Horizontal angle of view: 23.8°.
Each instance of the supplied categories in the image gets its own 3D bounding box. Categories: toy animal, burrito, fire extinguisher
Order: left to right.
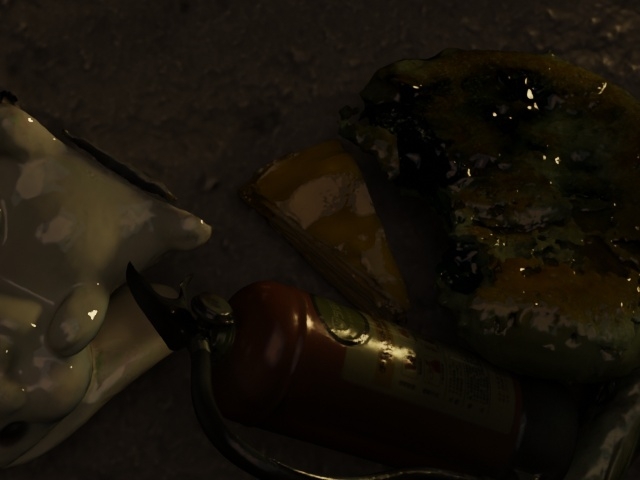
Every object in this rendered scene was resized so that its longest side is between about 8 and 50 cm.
[{"bbox_3d":[-0.247,0.035,1.241,0.289,0.174,0.249,-39,93,-15],"label":"toy animal"},{"bbox_3d":[0.032,0.120,1.167,0.376,0.200,0.113,20,100,-23],"label":"fire extinguisher"},{"bbox_3d":[0.259,0.143,1.289,0.066,0.096,0.309,30,74,14],"label":"burrito"}]

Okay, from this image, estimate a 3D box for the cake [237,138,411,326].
[{"bbox_3d":[0.001,-0.001,1.318,0.116,0.080,0.185,-11,80,-10],"label":"cake"}]

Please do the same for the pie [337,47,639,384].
[{"bbox_3d":[0.191,-0.038,1.298,0.296,0.078,0.371,-12,51,-20],"label":"pie"}]
